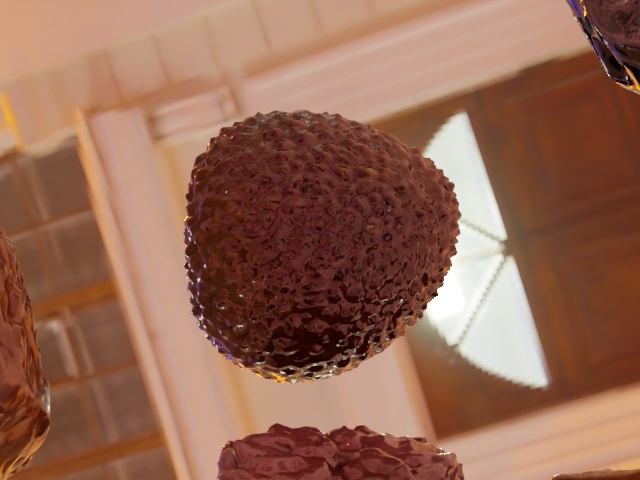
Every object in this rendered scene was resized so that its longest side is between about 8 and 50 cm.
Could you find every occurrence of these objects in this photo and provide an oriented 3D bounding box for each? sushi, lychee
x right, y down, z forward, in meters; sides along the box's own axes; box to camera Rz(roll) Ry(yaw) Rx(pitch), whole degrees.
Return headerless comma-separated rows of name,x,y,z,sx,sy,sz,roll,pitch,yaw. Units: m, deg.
sushi,0.002,0.246,1.020,0.236,0.170,0.270,-54,-33,-64
lychee,-0.004,0.005,1.101,0.194,0.194,0.194,-18,-90,-77

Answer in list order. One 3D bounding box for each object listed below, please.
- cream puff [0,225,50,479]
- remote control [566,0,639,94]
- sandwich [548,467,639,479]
cream puff,-0.256,0.030,0.585,0.303,0.303,0.212,30,-139,-72
remote control,0.133,-0.172,0.716,0.066,0.090,0.266,56,-160,-56
sandwich,0.237,0.255,0.993,0.063,0.212,0.245,-5,-98,-40
